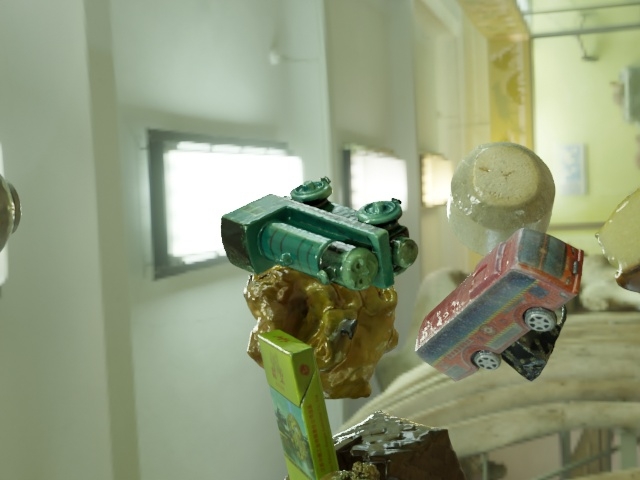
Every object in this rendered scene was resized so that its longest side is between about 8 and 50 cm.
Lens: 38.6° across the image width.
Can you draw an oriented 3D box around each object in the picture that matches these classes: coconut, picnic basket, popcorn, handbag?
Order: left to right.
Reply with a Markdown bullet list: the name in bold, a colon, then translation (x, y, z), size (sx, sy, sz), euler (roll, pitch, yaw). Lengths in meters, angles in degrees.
- **popcorn**: translation (-0.002, 0.157, 1.679), size (0.281, 0.315, 0.297), euler (-11, 54, 65)
- **picnic basket**: translation (0.099, 0.489, 1.725), size (0.321, 0.291, 0.254), euler (-25, -79, -27)
- **coconut**: translation (0.405, -0.086, 2.061), size (0.266, 0.237, 0.237), euler (75, -160, -60)
- **handbag**: translation (0.315, 0.126, 1.357), size (0.139, 0.115, 0.072), euler (-34, -32, -30)

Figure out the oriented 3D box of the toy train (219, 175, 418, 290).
- **toy train**: translation (0.000, 0.000, 1.394), size (0.194, 0.298, 0.120), euler (-27, -60, -34)

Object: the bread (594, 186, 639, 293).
- **bread**: translation (0.598, -0.019, 1.216), size (0.333, 0.323, 0.143), euler (15, -130, -28)

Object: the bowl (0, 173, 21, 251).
- **bowl**: translation (-0.478, -0.044, 1.279), size (0.086, 0.189, 0.189), euler (-11, -80, -50)

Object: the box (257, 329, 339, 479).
- **box**: translation (-0.024, 0.320, 1.480), size (0.187, 0.047, 0.335), euler (-169, 67, -71)

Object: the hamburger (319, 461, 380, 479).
- **hamburger**: translation (0.053, 0.423, 1.286), size (0.189, 0.122, 0.215), euler (14, -108, -55)

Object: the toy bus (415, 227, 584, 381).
- **toy bus**: translation (0.161, 0.063, 0.847), size (0.192, 0.077, 0.065), euler (-53, 13, 48)
